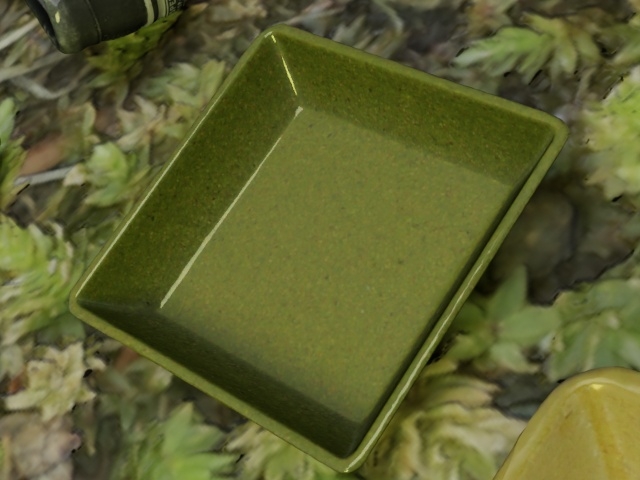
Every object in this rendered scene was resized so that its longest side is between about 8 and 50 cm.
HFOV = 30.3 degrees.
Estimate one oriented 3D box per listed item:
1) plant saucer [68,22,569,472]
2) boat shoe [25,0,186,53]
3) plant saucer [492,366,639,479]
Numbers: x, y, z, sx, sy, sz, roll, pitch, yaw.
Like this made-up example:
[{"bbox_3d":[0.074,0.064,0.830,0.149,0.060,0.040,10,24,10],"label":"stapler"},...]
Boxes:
[{"bbox_3d":[0.000,0.000,0.573,0.188,0.045,0.188,25,73,33],"label":"plant saucer"},{"bbox_3d":[-0.204,-0.217,0.757,0.105,0.113,0.306,-33,61,-16],"label":"boat shoe"},{"bbox_3d":[0.139,0.245,0.327,0.332,0.081,0.333,25,69,33],"label":"plant saucer"}]
